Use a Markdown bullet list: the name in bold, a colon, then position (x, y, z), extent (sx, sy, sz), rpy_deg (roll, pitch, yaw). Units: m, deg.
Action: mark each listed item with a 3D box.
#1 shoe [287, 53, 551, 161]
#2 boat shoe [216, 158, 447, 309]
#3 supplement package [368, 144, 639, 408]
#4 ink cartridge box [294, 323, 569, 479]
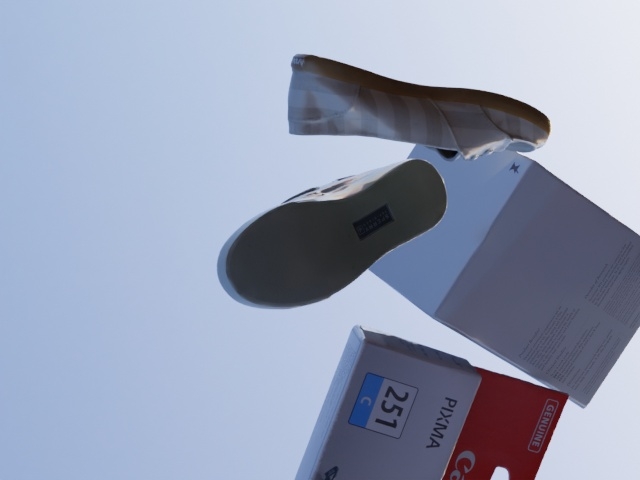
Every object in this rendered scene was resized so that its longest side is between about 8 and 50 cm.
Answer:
- **shoe**: position (0.072, -0.087, 1.207), extent (0.219, 0.076, 0.058), rpy_deg (11, -93, -25)
- **boat shoe**: position (0.000, -0.001, 1.277), extent (0.227, 0.081, 0.079), rpy_deg (-25, -84, -38)
- **supplement package**: position (0.214, 0.021, 1.831), extent (0.263, 0.199, 0.198), rpy_deg (31, -177, -35)
- **ink cartridge box**: position (0.108, 0.267, 1.749), extent (0.261, 0.296, 0.066), rpy_deg (18, -171, -13)
